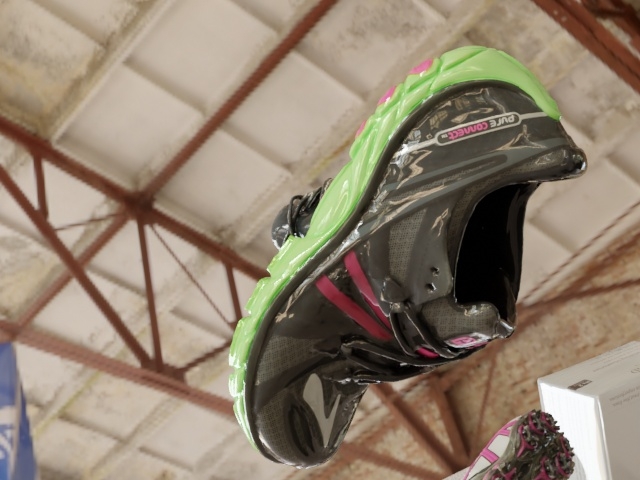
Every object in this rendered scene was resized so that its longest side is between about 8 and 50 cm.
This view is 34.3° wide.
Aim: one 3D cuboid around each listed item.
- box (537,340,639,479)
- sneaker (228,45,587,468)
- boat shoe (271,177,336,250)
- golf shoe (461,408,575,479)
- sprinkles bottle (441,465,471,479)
[{"bbox_3d":[0.399,0.246,1.349,0.181,0.119,0.181,-16,-78,-27],"label":"box"},{"bbox_3d":[0.070,0.057,0.964,0.185,0.202,0.482,-15,-39,-51],"label":"sneaker"},{"bbox_3d":[0.001,-0.004,1.207,0.113,0.127,0.340,9,-7,6],"label":"boat shoe"},{"bbox_3d":[0.151,0.199,0.865,0.086,0.067,0.186,-36,-6,35],"label":"golf shoe"},{"bbox_3d":[0.169,0.425,1.534,0.356,0.121,0.121,-27,-43,2],"label":"sprinkles bottle"}]
